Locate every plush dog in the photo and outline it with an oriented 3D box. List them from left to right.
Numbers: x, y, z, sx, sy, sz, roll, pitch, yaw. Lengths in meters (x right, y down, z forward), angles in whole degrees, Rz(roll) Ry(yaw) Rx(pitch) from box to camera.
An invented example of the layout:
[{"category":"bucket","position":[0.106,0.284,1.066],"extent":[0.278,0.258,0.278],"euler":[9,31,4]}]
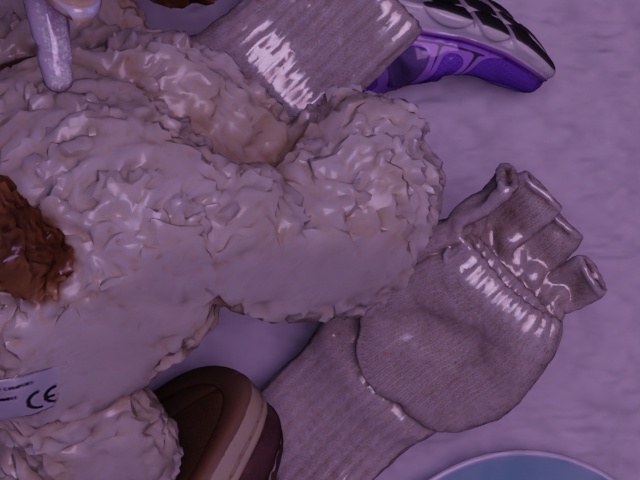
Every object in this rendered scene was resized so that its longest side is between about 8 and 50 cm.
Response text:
[{"category":"plush dog","position":[-0.115,-0.030,0.759],"extent":[0.262,0.225,0.210],"euler":[-45,136,12]}]

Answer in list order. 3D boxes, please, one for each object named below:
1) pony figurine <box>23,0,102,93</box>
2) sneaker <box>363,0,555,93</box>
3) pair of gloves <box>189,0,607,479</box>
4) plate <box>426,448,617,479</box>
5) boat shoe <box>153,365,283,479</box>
[{"category":"pony figurine","position":[-0.115,-0.269,0.658],"extent":[0.303,0.363,0.351],"euler":[0,114,-20]},{"category":"sneaker","position":[0.037,-0.100,0.898],"extent":[0.170,0.068,0.071],"euler":[10,117,-18]},{"category":"pair of gloves","position":[0.000,0.000,0.840],"extent":[0.204,0.042,0.240],"euler":[-37,92,18]},{"category":"plate","position":[0.101,0.201,0.902],"extent":[0.188,0.024,0.188],"euler":[1,85,-12]},{"category":"boat shoe","position":[-0.097,0.226,0.822],"extent":[0.123,0.123,0.342],"euler":[34,75,-31]}]
